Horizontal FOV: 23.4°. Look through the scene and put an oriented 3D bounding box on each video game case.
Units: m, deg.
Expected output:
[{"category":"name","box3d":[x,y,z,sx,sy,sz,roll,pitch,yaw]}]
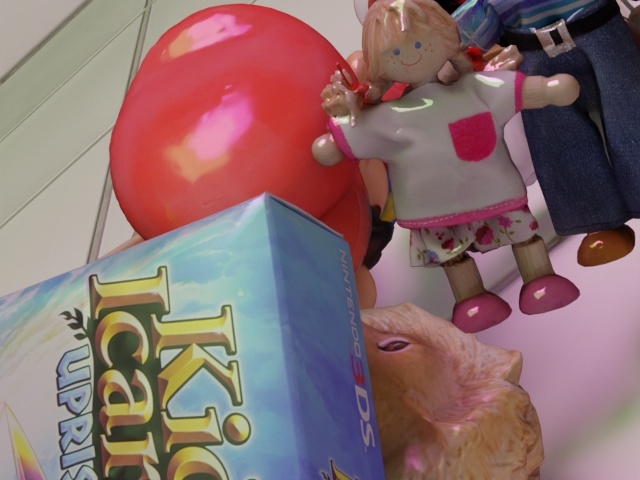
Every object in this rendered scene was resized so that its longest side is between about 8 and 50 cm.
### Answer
[{"category":"video game case","box3d":[-0.090,0.148,0.516,0.244,0.061,0.269,-20,63,23]}]

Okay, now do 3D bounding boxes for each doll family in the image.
[{"category":"doll family","box3d":[0.128,-0.079,0.608,0.263,0.163,0.118,-16,15,17]}]

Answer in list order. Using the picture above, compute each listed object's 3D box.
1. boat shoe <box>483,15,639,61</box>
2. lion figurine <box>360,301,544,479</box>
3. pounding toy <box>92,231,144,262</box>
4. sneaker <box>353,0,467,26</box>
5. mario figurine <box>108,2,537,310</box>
[{"category":"boat shoe","box3d":[0.110,-0.094,0.884,0.207,0.073,0.073,-16,36,54]},{"category":"lion figurine","box3d":[-0.073,0.192,0.610,0.240,0.142,0.392,15,75,50]},{"category":"pounding toy","box3d":[-0.093,0.004,1.052,0.141,0.100,0.130,-36,20,23]},{"category":"sneaker","box3d":[0.127,-0.237,1.168,0.221,0.087,0.128,-58,28,-1]},{"category":"mario figurine","box3d":[0.000,0.000,0.754,0.320,0.170,0.198,6,-73,-77]}]
